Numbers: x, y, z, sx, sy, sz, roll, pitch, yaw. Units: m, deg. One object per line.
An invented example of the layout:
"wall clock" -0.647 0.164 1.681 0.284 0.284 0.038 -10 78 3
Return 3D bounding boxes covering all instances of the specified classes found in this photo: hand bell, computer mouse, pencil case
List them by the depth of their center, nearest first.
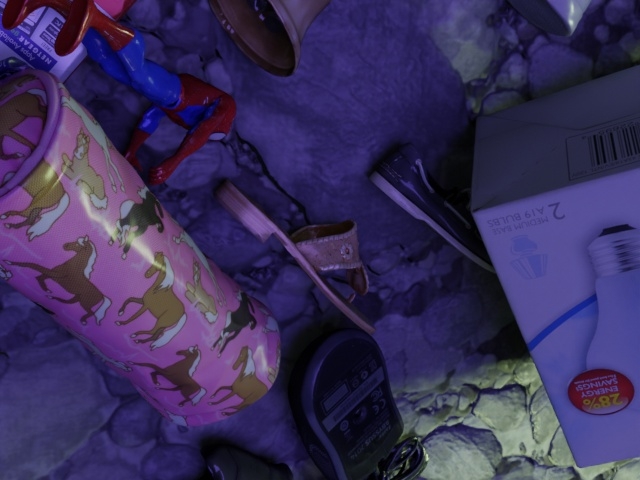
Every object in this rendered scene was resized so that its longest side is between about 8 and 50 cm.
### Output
"pencil case" -0.179 0.026 0.772 0.160 0.167 0.386 -25 138 12
"hand bell" 0.017 -0.278 0.850 0.242 0.126 0.126 -43 119 -18
"computer mouse" 0.022 0.209 1.020 0.188 0.072 0.272 -34 125 -29

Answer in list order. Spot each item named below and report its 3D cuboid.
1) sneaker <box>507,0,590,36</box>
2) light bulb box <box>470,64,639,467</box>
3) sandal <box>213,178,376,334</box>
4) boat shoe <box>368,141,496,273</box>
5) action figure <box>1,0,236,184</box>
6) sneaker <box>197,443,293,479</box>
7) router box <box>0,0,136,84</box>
"sneaker" 0.212 -0.352 0.874 0.292 0.108 0.169 33 92 -45
"light bulb box" 0.384 0.014 0.928 0.358 0.225 0.361 -16 119 23
"sandal" 0.002 0.002 0.934 0.240 0.088 0.079 42 92 -22
"boat shoe" 0.148 -0.032 0.986 0.206 0.075 0.065 35 96 -23
"action figure" -0.165 -0.107 0.771 0.139 0.091 0.280 -62 155 4
"sneaker" -0.154 0.350 0.996 0.130 0.109 0.286 35 84 -21
"router box" -0.365 -0.212 0.715 0.335 0.082 0.301 40 91 -28
